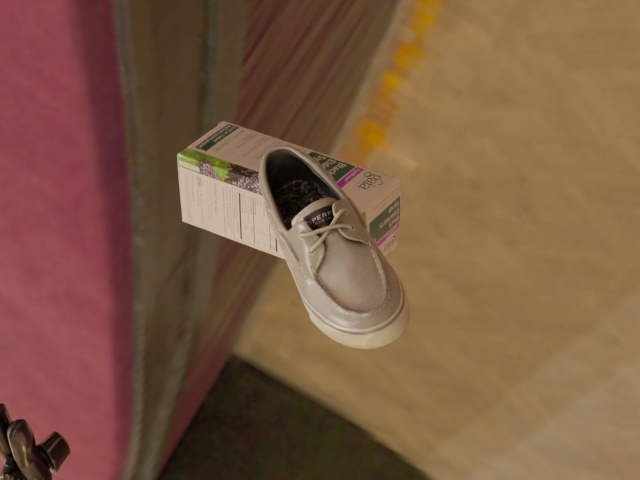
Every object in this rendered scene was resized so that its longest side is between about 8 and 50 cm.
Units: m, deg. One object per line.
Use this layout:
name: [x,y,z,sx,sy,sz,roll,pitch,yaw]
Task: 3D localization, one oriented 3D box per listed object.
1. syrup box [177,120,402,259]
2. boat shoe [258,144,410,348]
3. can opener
syrup box: [-0.035,-0.044,1.584,0.237,0.093,0.096,19,129,26]
boat shoe: [0.001,-0.001,1.202,0.227,0.079,0.081,56,172,46]
can opener: [-0.297,0.201,1.414,0.059,0.073,0.186,24,158,14]
